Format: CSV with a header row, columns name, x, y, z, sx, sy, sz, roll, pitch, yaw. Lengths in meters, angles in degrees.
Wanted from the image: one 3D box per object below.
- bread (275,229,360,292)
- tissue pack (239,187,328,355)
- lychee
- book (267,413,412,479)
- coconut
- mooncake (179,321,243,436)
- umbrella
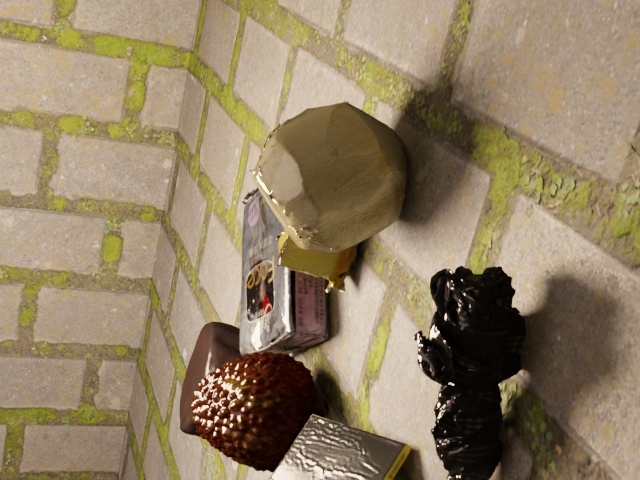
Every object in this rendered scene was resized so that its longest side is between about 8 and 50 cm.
name,x,y,z,sx,sy,sz,roll,pitch,yaw
bread,0.000,0.000,1.705,0.127,0.147,0.152,-102,31,-64
tissue pack,-0.076,0.052,1.904,0.259,0.122,0.361,148,127,-59
lychee,-0.118,0.333,1.784,0.236,0.271,0.235,-4,-90,-71
book,-0.036,0.456,1.474,0.262,0.028,0.374,3,50,54
coconut,0.028,-0.114,1.530,0.245,0.247,0.245,56,175,8
mooncake,-0.245,0.341,2.224,0.283,0.141,0.283,-165,90,-72
umbrella,0.198,0.194,1.210,0.128,0.154,0.336,14,121,38
